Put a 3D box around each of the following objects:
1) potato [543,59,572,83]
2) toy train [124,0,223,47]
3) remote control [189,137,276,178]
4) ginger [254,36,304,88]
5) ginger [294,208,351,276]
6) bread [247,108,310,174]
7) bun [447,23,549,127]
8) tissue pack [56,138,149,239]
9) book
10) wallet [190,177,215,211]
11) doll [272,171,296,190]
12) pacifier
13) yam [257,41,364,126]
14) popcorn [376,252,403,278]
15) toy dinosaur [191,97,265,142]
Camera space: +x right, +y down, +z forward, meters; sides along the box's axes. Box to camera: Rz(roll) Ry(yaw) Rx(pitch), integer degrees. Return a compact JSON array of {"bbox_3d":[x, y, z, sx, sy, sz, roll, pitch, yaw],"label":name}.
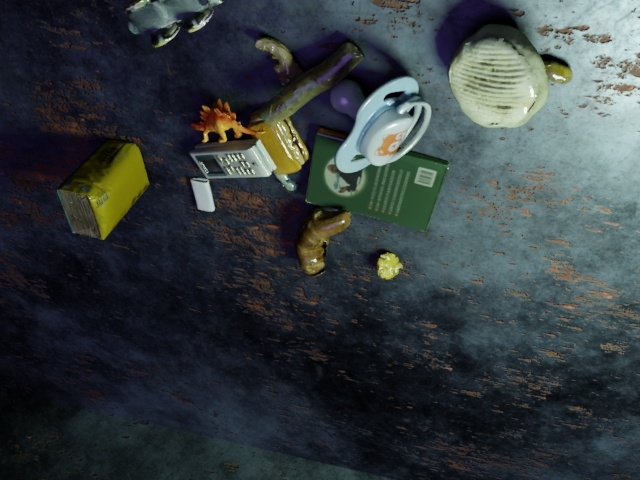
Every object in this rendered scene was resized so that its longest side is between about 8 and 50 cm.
[{"bbox_3d":[0.531,-0.387,1.633,0.092,0.045,0.046,18,173,7],"label":"potato"},{"bbox_3d":[-0.341,-0.571,1.698,0.261,0.177,0.134,-12,128,32],"label":"toy train"},{"bbox_3d":[-0.257,-0.230,2.047,0.277,0.055,0.103,3,136,42],"label":"remote control"},{"bbox_3d":[-0.097,-0.452,1.820,0.070,0.051,0.173,-18,120,28],"label":"ginger"},{"bbox_3d":[-0.011,-0.007,2.168,0.133,0.107,0.309,43,148,15],"label":"ginger"},{"bbox_3d":[-0.120,-0.276,1.988,0.116,0.077,0.200,-4,132,35],"label":"bread"},{"bbox_3d":[0.410,-0.370,1.622,0.239,0.141,0.239,29,139,28],"label":"bun"},{"bbox_3d":[-0.652,-0.158,2.174,0.134,0.270,0.192,14,138,15],"label":"tissue pack"},{"bbox_3d":[0.151,-0.166,2.012,0.371,0.043,0.260,16,135,4],"label":"book"},{"bbox_3d":[-0.370,-0.144,2.251,0.061,0.025,0.122,7,136,13],"label":"wallet"},{"bbox_3d":[-0.115,-0.192,2.099,0.037,0.027,0.125,-17,125,43],"label":"doll"},{"bbox_3d":[0.120,-0.318,1.790,0.233,0.244,0.299,46,132,19],"label":"pacifier"},{"bbox_3d":[-0.027,-0.388,1.793,0.317,0.067,0.071,-32,161,25],"label":"yam"},{"bbox_3d":[0.211,0.078,2.221,0.084,0.084,0.084,11,136,11],"label":"popcorn"},{"bbox_3d":[-0.271,-0.332,1.964,0.288,0.070,0.117,8,130,43],"label":"toy dinosaur"}]
